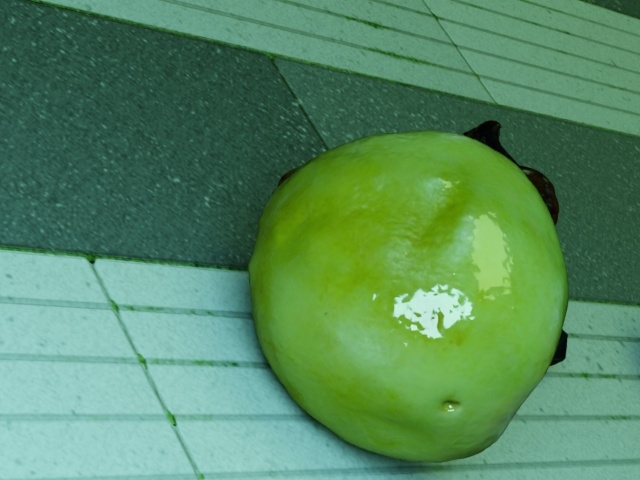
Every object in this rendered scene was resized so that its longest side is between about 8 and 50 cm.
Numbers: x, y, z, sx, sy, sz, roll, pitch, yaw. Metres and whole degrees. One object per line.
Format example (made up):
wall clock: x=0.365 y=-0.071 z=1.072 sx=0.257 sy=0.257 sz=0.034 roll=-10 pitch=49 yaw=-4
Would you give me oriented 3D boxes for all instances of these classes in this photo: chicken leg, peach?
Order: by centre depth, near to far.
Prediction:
peach: x=0.084 y=0.057 z=1.680 sx=0.316 sy=0.281 sz=0.314 roll=16 pitch=66 yaw=8
chicken leg: x=0.234 y=-0.052 z=2.226 sx=0.158 sy=0.095 sz=0.407 roll=19 pitch=28 yaw=0

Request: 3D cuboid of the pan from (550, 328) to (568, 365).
pan: x=0.208 y=0.084 z=2.036 sx=0.202 sy=0.048 sz=0.128 roll=38 pitch=27 yaw=-9
